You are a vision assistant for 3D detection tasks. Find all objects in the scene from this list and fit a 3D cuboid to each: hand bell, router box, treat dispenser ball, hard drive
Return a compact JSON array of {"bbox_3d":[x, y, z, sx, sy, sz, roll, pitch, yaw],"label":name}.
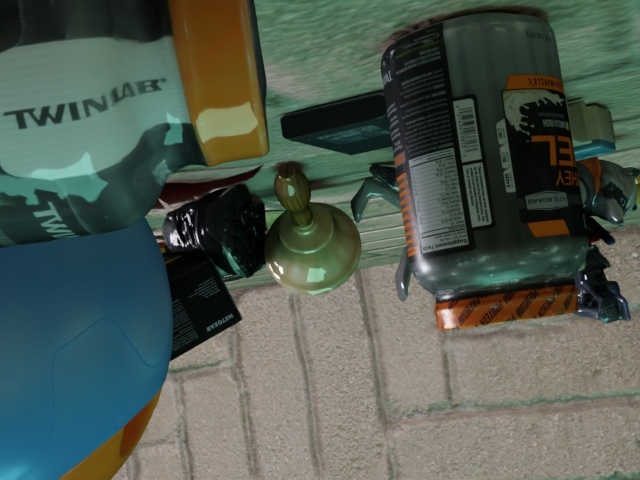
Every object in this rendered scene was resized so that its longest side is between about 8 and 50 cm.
[{"bbox_3d":[-0.021,-0.032,1.127,0.126,0.126,0.242,-8,159,2],"label":"hand bell"},{"bbox_3d":[-0.266,0.119,1.092,0.308,0.081,0.243,-29,-169,-17],"label":"router box"},{"bbox_3d":[-0.240,0.056,0.624,0.288,0.288,0.288,-8,175,-1],"label":"treat dispenser ball"},{"bbox_3d":[0.038,-0.098,0.834,0.094,0.022,0.135,-11,174,25],"label":"hard drive"}]

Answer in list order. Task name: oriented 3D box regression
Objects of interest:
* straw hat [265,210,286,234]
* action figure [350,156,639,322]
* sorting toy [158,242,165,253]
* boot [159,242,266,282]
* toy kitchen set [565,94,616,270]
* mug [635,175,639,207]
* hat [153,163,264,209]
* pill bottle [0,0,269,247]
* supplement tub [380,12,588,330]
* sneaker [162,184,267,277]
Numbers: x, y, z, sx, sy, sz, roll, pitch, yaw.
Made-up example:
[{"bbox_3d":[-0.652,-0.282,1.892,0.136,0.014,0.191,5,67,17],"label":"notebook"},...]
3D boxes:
[{"bbox_3d":[-0.110,-0.003,1.441,0.144,0.061,0.144,-8,174,-1],"label":"straw hat"},{"bbox_3d":[0.232,-0.027,1.136,0.330,0.179,0.341,-12,-159,-10],"label":"action figure"},{"bbox_3d":[-0.349,0.016,1.351,0.132,0.046,0.274,-11,175,31],"label":"sorting toy"},{"bbox_3d":[-0.214,0.050,1.512,0.236,0.085,0.178,-6,-168,20],"label":"boot"},{"bbox_3d":[0.198,-0.041,0.911,0.122,0.166,0.207,-11,174,32],"label":"toy kitchen set"},{"bbox_3d":[0.526,-0.077,1.643,0.064,0.062,0.078,-14,-175,-30],"label":"mug"},{"bbox_3d":[-0.216,-0.049,0.988,0.208,0.184,0.173,40,146,-21],"label":"hat"},{"bbox_3d":[-0.144,-0.059,0.379,0.245,0.131,0.130,-8,175,-1],"label":"pill bottle"},{"bbox_3d":[0.108,-0.041,0.631,0.116,0.191,0.117,-8,176,-1],"label":"supplement tub"},{"bbox_3d":[-0.140,-0.003,1.188,0.124,0.107,0.283,-2,175,3],"label":"sneaker"}]
